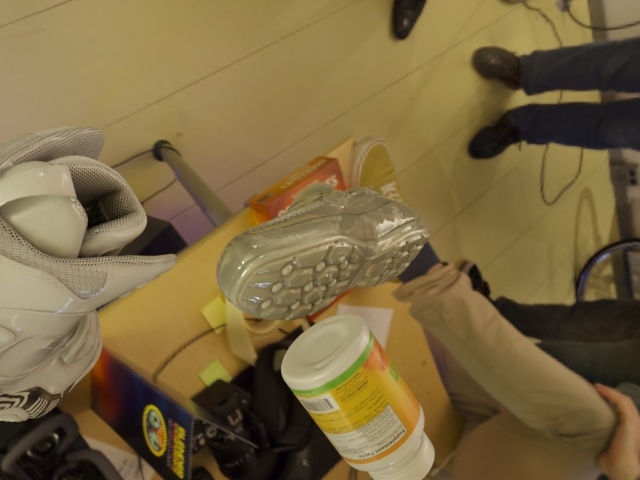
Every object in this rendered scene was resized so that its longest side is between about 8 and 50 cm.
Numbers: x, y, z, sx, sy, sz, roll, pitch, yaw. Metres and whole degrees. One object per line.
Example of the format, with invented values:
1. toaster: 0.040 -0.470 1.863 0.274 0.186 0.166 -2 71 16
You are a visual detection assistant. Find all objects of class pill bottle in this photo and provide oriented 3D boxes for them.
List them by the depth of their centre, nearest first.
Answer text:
1. pill bottle: 0.063 0.237 0.956 0.136 0.136 0.246 -43 113 -25

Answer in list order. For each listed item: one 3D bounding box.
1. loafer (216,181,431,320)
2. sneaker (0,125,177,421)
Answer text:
1. loafer: 0.000 0.000 0.682 0.112 0.111 0.319 -55 158 23
2. sneaker: -0.208 0.037 0.523 0.210 0.366 0.137 -33 80 0
